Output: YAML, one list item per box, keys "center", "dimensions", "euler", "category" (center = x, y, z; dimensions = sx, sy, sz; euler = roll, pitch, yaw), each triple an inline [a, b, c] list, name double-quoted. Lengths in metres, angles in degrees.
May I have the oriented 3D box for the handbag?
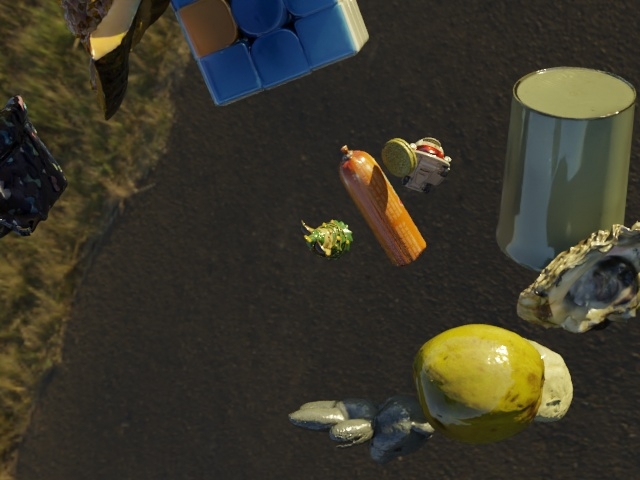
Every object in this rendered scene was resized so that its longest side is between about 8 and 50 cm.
- center: [-0.436, -0.099, 1.104]
  dimensions: [0.113, 0.161, 0.260]
  euler: [-16, 28, 6]
  category: "handbag"

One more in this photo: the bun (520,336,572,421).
- center: [0.344, 0.249, 1.502]
  dimensions: [0.244, 0.244, 0.153]
  euler: [0, 86, 43]
  category: "bun"

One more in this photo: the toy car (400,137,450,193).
- center: [0.258, -0.196, 2.017]
  dimensions: [0.139, 0.112, 0.112]
  euler: [118, 170, -52]
  category: "toy car"

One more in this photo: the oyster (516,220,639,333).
- center: [0.556, 0.070, 1.627]
  dimensions: [0.351, 0.238, 0.114]
  euler: [-29, 36, 7]
  category: "oyster"

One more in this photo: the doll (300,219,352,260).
- center: [-0.004, 0.007, 1.479]
  dimensions: [0.078, 0.113, 0.076]
  euler: [53, 128, 20]
  category: "doll"

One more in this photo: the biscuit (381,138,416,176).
- center: [0.167, -0.176, 1.729]
  dimensions: [0.084, 0.023, 0.083]
  euler: [28, 133, 35]
  category: "biscuit"

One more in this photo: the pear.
- center: [0.194, 0.176, 0.993]
  dimensions: [0.162, 0.149, 0.148]
  euler: [-3, 74, 9]
  category: "pear"

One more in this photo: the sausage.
- center: [0.128, -0.085, 1.816]
  dimensions: [0.093, 0.312, 0.093]
  euler: [-27, 26, 14]
  category: "sausage"

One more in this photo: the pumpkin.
- center: [-0.281, -0.308, 0.954]
  dimensions: [0.139, 0.190, 0.280]
  euler: [118, 170, -66]
  category: "pumpkin"

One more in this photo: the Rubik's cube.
- center: [-0.095, -0.458, 1.564]
  dimensions: [0.292, 0.291, 0.290]
  euler: [-19, 106, 15]
  category: "Rubik's cube"

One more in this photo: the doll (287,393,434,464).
- center: [0.102, 0.447, 1.911]
  dimensions: [0.341, 0.246, 0.158]
  euler: [-6, 86, 9]
  category: "doll"

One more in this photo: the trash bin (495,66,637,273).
- center: [0.529, -0.129, 1.760]
  dimensions: [0.280, 0.280, 0.431]
  euler: [36, 143, 43]
  category: "trash bin"
